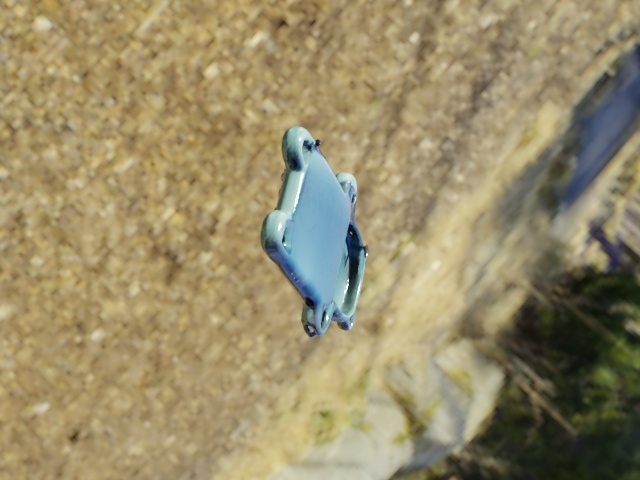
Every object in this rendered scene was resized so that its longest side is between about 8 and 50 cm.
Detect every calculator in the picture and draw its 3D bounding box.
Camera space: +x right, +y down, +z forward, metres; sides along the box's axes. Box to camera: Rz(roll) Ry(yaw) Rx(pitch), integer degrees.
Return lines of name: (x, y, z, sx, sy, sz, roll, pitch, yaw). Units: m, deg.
calculator: (0.000, 0.000, 0.769, 0.141, 0.019, 0.094, 55, 44, -59)
